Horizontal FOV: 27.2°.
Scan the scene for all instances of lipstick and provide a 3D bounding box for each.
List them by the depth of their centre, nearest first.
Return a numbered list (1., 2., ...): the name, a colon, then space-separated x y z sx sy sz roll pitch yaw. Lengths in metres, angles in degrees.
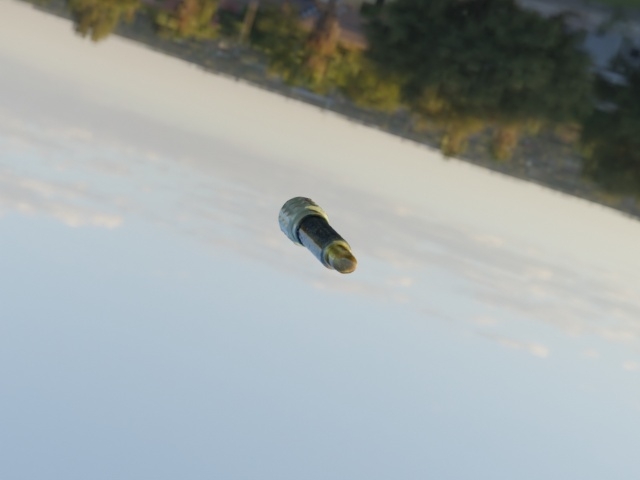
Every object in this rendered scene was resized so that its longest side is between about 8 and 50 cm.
1. lipstick: 0.000 0.000 0.999 0.037 0.037 0.116 15 -166 -23
